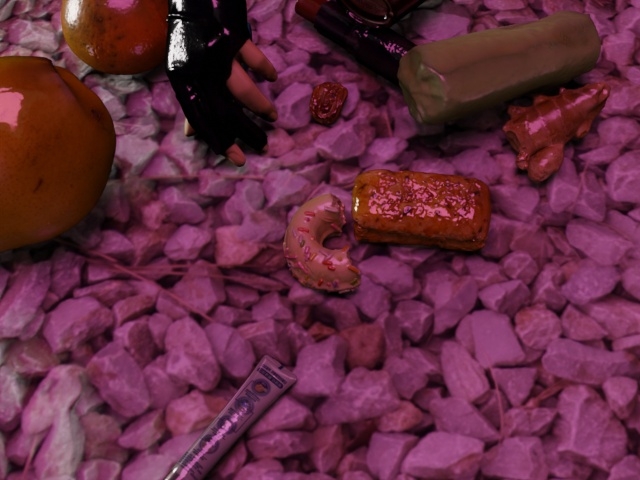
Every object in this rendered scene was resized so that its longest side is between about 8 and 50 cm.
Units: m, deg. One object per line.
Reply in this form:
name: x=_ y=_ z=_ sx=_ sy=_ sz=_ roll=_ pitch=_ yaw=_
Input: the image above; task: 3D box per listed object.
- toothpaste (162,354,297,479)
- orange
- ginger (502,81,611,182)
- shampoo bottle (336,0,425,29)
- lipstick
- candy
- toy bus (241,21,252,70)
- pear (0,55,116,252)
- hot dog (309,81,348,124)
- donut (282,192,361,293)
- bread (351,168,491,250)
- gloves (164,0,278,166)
toothpaste: x=-0.125 y=0.253 z=1.294 sx=0.062 sy=0.039 sz=0.239 roll=33 pitch=62 yaw=18
orange: x=-0.338 y=-0.403 z=1.661 sx=0.240 sy=0.171 sz=0.240 roll=-1 pitch=58 yaw=2
ginger: x=0.368 y=-0.188 z=1.533 sx=0.115 sy=0.081 sz=0.205 roll=28 pitch=68 yaw=39
shampoo bottle: x=0.159 y=-0.473 z=1.681 sx=0.129 sy=0.084 sz=0.323 roll=31 pitch=47 yaw=19
lipstick: x=0.077 y=-0.347 z=1.652 sx=0.300 sy=0.081 sz=0.081 roll=38 pitch=66 yaw=22
candy: x=0.289 y=-0.284 z=1.540 sx=0.343 sy=0.142 sz=0.132 roll=-20 pitch=78 yaw=-22
toy bus: x=-0.166 y=-0.370 z=1.685 sx=0.092 sy=0.079 sz=0.160 roll=-5 pitch=55 yaw=0
pear: x=-0.468 y=-0.117 z=1.428 sx=0.285 sy=0.285 sz=0.336 roll=26 pitch=75 yaw=19
hot dog: x=0.014 y=-0.235 z=1.610 sx=0.058 sy=0.035 sz=0.083 roll=16 pitch=59 yaw=9
donut: x=-0.004 y=0.003 z=1.435 sx=0.108 sy=0.065 sz=0.166 roll=-9 pitch=56 yaw=-2
bread: x=0.151 y=-0.048 z=1.452 sx=0.211 sy=0.083 sz=0.114 roll=3 pitch=61 yaw=7
gloves: x=-0.170 y=-0.266 z=1.543 sx=0.152 sy=0.197 sz=0.301 roll=-33 pitch=100 yaw=-47
